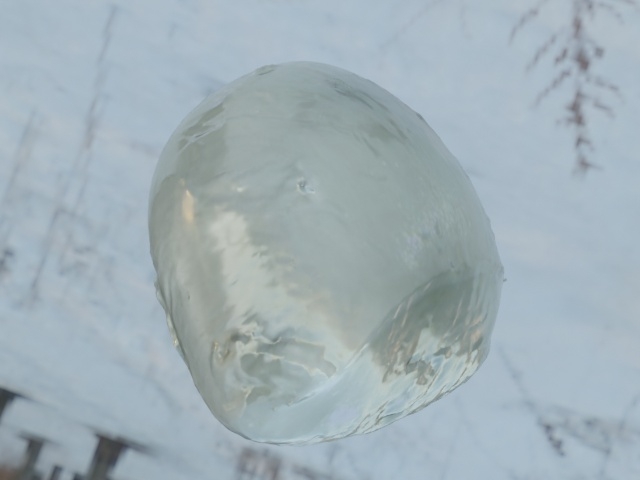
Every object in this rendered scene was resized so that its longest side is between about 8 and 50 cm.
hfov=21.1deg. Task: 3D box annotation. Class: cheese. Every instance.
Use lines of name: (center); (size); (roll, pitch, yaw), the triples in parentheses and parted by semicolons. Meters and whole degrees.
cheese: (0.000, 0.000, 0.879); (0.198, 0.154, 0.189); (-6, -122, -55)
